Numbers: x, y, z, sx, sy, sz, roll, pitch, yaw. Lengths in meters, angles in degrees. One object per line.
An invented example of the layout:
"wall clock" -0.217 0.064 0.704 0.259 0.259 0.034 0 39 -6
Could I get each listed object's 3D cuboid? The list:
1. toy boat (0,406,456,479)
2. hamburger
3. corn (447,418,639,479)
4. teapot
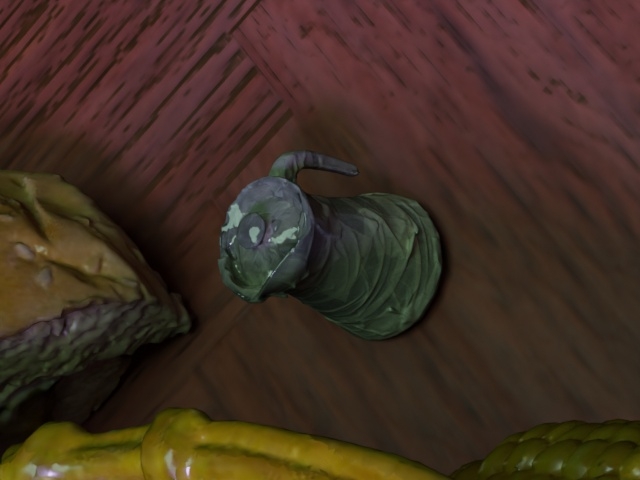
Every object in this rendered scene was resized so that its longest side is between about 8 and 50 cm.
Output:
"toy boat" 0.015 0.127 0.486 0.318 0.099 0.141 27 104 49
"hamburger" -0.173 0.034 0.801 0.208 0.135 0.155 -33 65 22
"corn" 0.140 0.095 0.475 0.313 0.102 0.102 -5 76 54
"teapot" 0.000 0.000 0.722 0.057 0.083 0.067 -14 74 36
